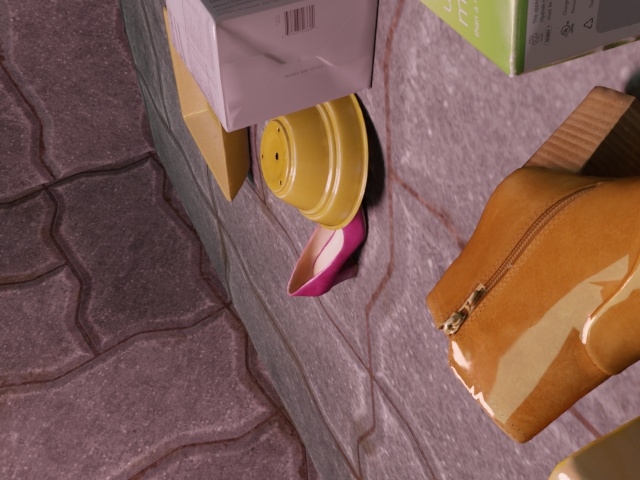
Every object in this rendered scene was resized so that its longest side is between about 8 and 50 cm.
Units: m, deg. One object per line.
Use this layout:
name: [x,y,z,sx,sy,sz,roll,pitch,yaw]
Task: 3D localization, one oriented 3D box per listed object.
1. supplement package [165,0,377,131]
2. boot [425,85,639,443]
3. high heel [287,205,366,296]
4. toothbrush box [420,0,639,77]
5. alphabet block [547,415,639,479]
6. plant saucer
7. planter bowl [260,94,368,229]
supplement package: [-0.067,-0.270,0.792,0.203,0.194,0.149,57,158,35]
boot: [0.180,0.040,0.370,0.211,0.104,0.295,-57,26,12]
high heel: [0.000,0.000,1.025,0.082,0.117,0.244,60,161,30]
toothbrush box: [0.092,-0.253,0.365,0.283,0.122,0.206,-113,9,-47]
alphabet block: [0.252,0.212,0.377,0.197,0.192,0.193,53,154,41]
plant saucer: [-0.242,-0.311,1.481,0.333,0.081,0.333,58,160,33]
planter bowl: [-0.026,-0.119,0.921,0.217,0.090,0.217,20,112,62]
